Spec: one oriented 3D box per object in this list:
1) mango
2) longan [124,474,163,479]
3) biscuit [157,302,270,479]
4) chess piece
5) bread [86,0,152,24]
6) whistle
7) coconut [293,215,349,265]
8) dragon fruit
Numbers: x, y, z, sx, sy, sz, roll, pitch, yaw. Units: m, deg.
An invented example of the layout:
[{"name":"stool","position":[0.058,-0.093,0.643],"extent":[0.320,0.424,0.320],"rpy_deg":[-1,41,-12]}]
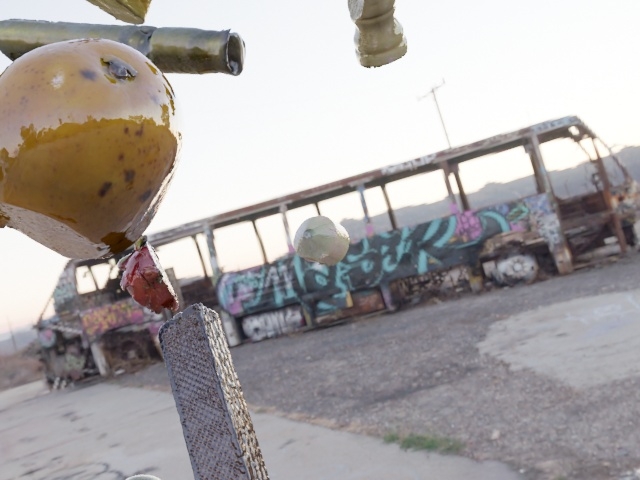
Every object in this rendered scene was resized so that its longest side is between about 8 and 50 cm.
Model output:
[{"name":"mango","position":[-0.213,-0.076,0.652],"extent":[0.160,0.191,0.290],"rpy_deg":[23,-21,-1]},{"name":"longan","position":[-0.389,0.597,1.505],"extent":[0.145,0.155,0.176],"rpy_deg":[-50,13,13]},{"name":"biscuit","position":[-0.191,0.300,1.228],"extent":[0.107,0.388,0.073],"rpy_deg":[-33,-29,17]},{"name":"chess piece","position":[0.077,-0.374,1.057],"extent":[0.090,0.200,0.090],"rpy_deg":[-11,41,9]},{"name":"bread","position":[-0.497,-0.598,1.637],"extent":[0.102,0.094,0.245],"rpy_deg":[14,-2,25]},{"name":"whistle","position":[-0.249,-0.233,0.843],"extent":[0.327,0.057,0.068],"rpy_deg":[6,-19,16]},{"name":"coconut","position":[0.000,0.000,1.626],"extent":[0.116,0.116,0.122],"rpy_deg":[-18,-21,26]},{"name":"dragon fruit","position":[-0.266,0.064,1.051],"extent":[0.068,0.112,0.126],"rpy_deg":[-26,-29,-9]}]
